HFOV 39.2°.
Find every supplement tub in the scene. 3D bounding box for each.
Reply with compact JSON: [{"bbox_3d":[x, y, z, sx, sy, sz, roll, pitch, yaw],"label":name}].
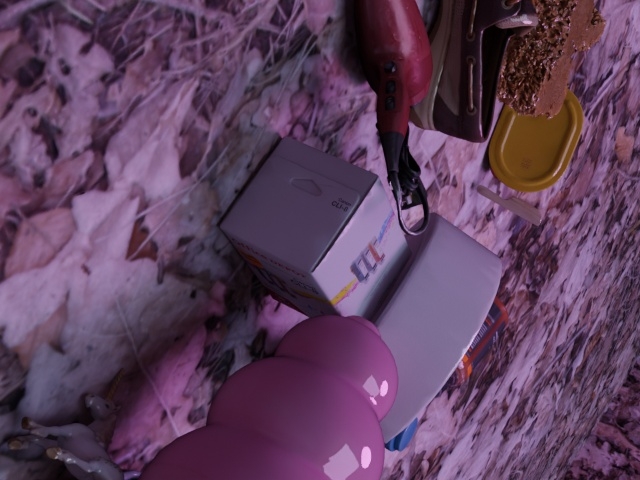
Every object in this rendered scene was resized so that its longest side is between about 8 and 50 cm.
[{"bbox_3d":[0.223,0.170,1.496,0.198,0.106,0.106,-45,146,-32],"label":"supplement tub"}]

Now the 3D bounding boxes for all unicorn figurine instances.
[{"bbox_3d":[-0.213,0.184,0.798,0.111,0.162,0.060,22,117,-45],"label":"unicorn figurine"}]

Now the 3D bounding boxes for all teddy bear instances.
[{"bbox_3d":[0.321,-0.343,1.242,0.245,0.113,0.337,-23,132,-43],"label":"teddy bear"}]

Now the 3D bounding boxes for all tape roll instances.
[{"bbox_3d":[0.097,0.107,1.104,0.286,0.100,0.286,-54,-175,6],"label":"tape roll"}]

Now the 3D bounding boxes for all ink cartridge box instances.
[{"bbox_3d":[0.000,0.000,0.970,0.127,0.128,0.176,-55,149,-16],"label":"ink cartridge box"}]

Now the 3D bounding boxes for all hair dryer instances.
[{"bbox_3d":[0.089,-0.162,0.946,0.223,0.080,0.293,-67,144,-82],"label":"hair dryer"}]

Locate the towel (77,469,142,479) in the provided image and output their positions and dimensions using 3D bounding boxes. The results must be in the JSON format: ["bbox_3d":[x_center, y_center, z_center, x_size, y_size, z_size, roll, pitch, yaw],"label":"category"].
[{"bbox_3d":[-0.299,0.384,0.823,0.374,0.090,0.320,11,105,-60],"label":"towel"}]

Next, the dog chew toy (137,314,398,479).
[{"bbox_3d":[-0.035,0.206,0.852,0.331,0.207,0.206,-56,151,-32],"label":"dog chew toy"}]

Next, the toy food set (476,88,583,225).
[{"bbox_3d":[0.336,-0.148,1.447,0.071,0.128,0.217,-37,149,-80],"label":"toy food set"}]

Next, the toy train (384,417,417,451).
[{"bbox_3d":[0.017,0.309,1.222,0.248,0.143,0.105,-58,150,-13],"label":"toy train"}]

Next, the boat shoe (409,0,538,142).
[{"bbox_3d":[0.215,-0.287,1.108,0.123,0.123,0.341,-8,119,-57],"label":"boat shoe"}]
